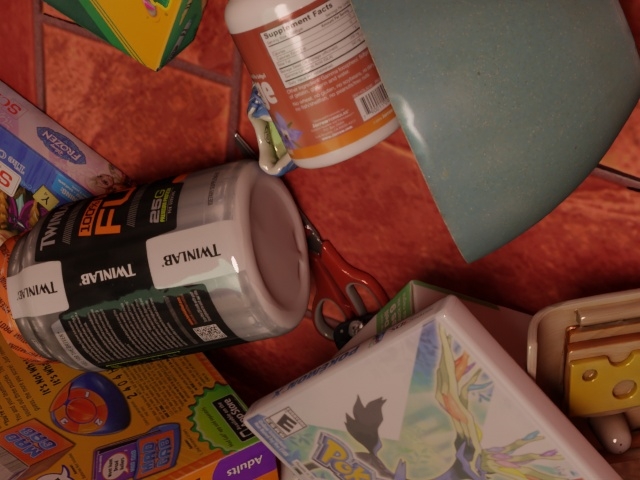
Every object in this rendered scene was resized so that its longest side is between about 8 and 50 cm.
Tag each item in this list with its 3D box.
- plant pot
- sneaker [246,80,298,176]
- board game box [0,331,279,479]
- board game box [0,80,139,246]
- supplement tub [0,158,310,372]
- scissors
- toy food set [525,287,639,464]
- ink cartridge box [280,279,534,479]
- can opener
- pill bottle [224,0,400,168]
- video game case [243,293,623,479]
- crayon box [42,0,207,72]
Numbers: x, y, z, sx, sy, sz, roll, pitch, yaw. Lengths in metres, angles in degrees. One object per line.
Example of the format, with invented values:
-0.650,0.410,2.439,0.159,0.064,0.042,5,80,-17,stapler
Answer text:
0.159,-0.150,1.056,0.195,0.290,0.290,-23,112,9,plant pot
-0.031,-0.160,1.257,0.080,0.081,0.211,12,125,24,sneaker
-0.277,0.326,1.465,0.356,0.356,0.356,43,147,46,board game box
-0.404,-0.038,1.563,0.318,0.066,0.318,37,133,0,board game box
-0.186,0.035,1.349,0.315,0.194,0.194,-13,116,20,supplement tub
0.000,0.000,1.401,0.109,0.021,0.297,-7,117,34,scissors
0.340,0.154,1.193,0.306,0.092,0.220,-9,125,-6,toy food set
0.109,0.188,1.347,0.211,0.122,0.289,18,138,-25,ink cartridge box
0.100,0.096,1.380,0.186,0.073,0.059,-19,76,24,can opener
-0.015,-0.186,1.155,0.121,0.121,0.216,-13,111,36,pill bottle
0.126,0.232,1.212,0.329,0.036,0.300,47,131,-11,video game case
-0.173,-0.324,1.217,0.165,0.081,0.278,32,132,5,crayon box
